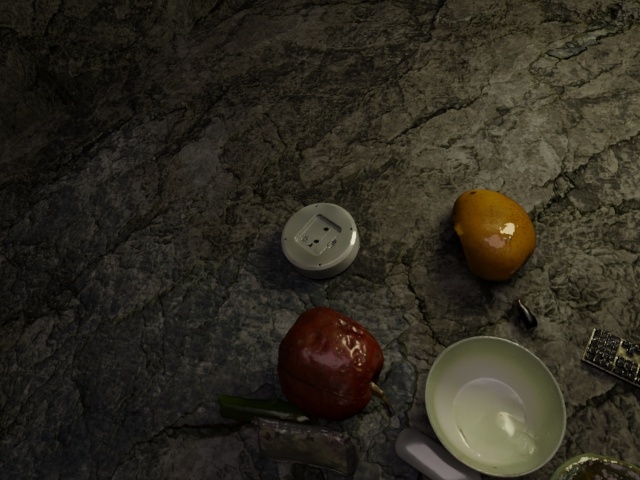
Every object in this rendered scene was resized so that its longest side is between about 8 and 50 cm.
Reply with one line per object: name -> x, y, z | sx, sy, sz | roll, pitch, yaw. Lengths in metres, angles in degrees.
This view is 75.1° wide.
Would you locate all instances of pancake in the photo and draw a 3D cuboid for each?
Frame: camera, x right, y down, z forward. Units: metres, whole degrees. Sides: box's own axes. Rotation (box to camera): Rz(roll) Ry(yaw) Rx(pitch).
pancake -> 0.576, 0.555, 0.820 | 0.253, 0.037, 0.254 | -6, 60, 11

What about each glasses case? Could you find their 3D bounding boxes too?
glasses case -> 0.258, 0.493, 0.925 | 0.193, 0.049, 0.074 | 24, 70, 25

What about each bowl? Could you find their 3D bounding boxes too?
bowl -> 0.369, 0.363, 0.915 | 0.276, 0.145, 0.277 | -7, 60, 12

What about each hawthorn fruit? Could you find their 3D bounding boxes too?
hawthorn fruit -> 0.022, 0.288, 0.990 | 0.261, 0.258, 0.258 | -4, 57, 44

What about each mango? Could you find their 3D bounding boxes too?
mango -> 0.456, -0.031, 1.112 | 0.190, 0.160, 0.291 | -19, 49, 10

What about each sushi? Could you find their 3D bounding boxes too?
sushi -> 0.503, 0.186, 1.036 | 0.044, 0.046, 0.083 | -22, 59, 2

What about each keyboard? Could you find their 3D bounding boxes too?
keyboard -> 0.760, 0.307, 0.918 | 0.316, 0.027, 0.106 | 25, 70, 24

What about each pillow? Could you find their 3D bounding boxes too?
pillow -> -0.035, 0.468, 0.965 | 0.254, 0.169, 0.059 | 3, 33, 16

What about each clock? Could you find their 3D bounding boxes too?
clock -> 0.000, 0.000, 1.244 | 0.230, 0.083, 0.231 | -5, 63, 10

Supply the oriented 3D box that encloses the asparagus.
asparagus -> -0.145, 0.433, 1.052 | 0.277, 0.060, 0.068 | -1, 72, 14
